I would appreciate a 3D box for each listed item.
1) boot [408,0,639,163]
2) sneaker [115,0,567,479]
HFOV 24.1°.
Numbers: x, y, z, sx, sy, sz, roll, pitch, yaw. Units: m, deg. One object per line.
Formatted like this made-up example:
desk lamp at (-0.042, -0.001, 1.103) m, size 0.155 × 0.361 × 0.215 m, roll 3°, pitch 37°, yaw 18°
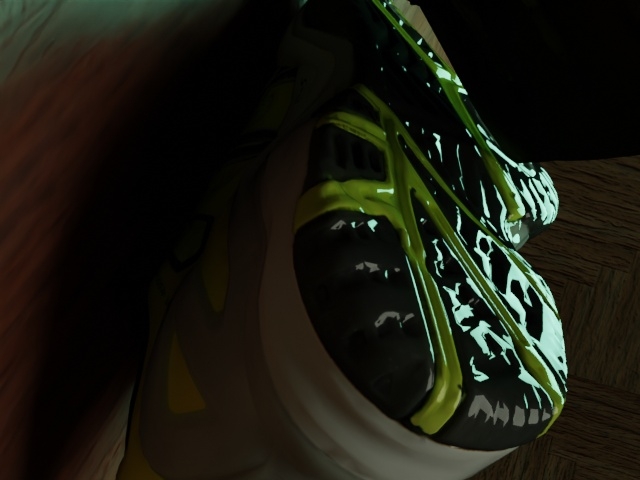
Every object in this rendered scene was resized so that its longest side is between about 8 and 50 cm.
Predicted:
boot at (0.067, -0.198, 0.374) m, size 0.445 × 0.146 × 0.367 m, roll -79°, pitch 157°, yaw -85°
sneaker at (0.000, 0.000, 0.592) m, size 0.147 × 0.145 × 0.384 m, roll -42°, pitch -174°, yaw 19°
